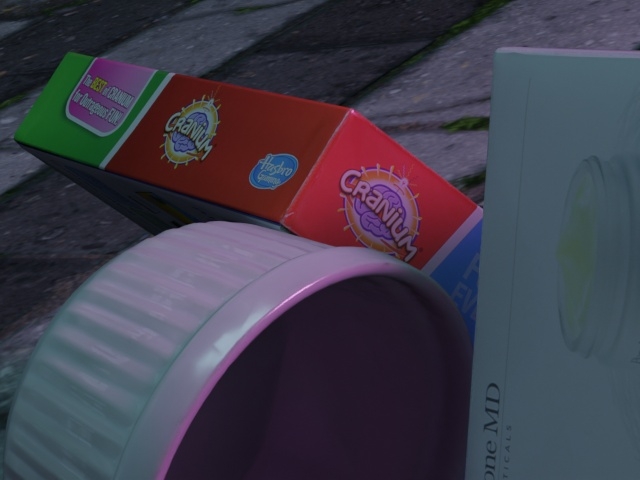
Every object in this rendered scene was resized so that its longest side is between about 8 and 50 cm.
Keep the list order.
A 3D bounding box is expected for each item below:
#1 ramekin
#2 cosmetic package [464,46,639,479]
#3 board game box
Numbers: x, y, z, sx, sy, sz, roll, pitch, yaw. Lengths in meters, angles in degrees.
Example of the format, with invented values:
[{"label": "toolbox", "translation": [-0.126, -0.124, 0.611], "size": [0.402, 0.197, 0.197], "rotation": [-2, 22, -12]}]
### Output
[{"label": "ramekin", "translation": [-0.038, 0.089, 0.810], "size": [0.109, 0.207, 0.207], "rotation": [25, 41, 38]}, {"label": "cosmetic package", "translation": [0.180, 0.041, 0.733], "size": [0.138, 0.224, 0.225], "rotation": [0, 6, -37]}, {"label": "board game box", "translation": [0.000, 0.000, 1.030], "size": [0.316, 0.242, 0.064], "rotation": [18, 75, 57]}]
